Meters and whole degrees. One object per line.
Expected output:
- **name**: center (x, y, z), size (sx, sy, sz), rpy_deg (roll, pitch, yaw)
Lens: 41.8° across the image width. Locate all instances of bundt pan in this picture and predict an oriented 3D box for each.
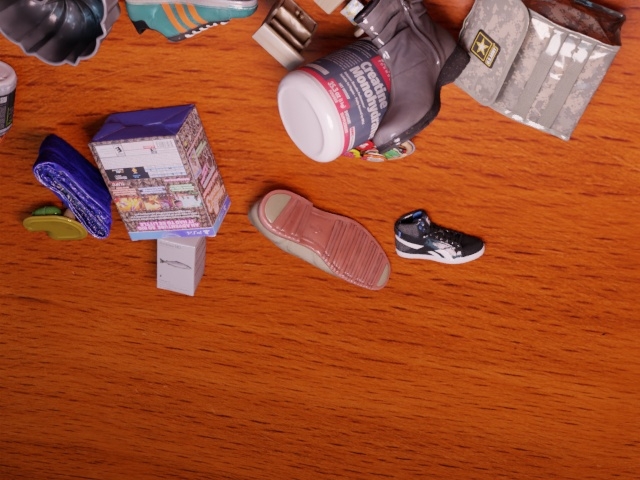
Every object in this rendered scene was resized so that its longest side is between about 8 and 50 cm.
- **bundt pan**: center (-0.552, -0.537, 1.741), size (0.331, 0.124, 0.330), rpy_deg (15, 132, 17)

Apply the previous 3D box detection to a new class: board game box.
- **board game box**: center (-0.379, -0.158, 2.017), size (0.232, 0.141, 0.291), rpy_deg (-3, 128, 17)

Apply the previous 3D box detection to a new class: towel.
- **towel**: center (-0.576, -0.142, 2.001), size (0.076, 0.308, 0.227), rpy_deg (-39, 114, 1)

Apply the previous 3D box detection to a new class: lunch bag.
- **lunch bag**: center (0.404, -0.365, 1.626), size (0.287, 0.169, 0.235), rpy_deg (24, 135, 5)

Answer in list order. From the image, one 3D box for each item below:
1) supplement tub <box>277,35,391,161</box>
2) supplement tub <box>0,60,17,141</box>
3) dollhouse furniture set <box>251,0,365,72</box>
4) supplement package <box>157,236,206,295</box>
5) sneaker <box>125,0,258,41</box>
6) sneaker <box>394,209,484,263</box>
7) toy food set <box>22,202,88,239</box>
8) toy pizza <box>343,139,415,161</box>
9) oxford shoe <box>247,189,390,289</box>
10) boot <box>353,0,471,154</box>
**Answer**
- **supplement tub**: center (0.069, -0.291, 1.675), size (0.191, 0.272, 0.191), rpy_deg (44, 152, 31)
- **supplement tub**: center (-0.793, -0.328, 2.003), size (0.117, 0.117, 0.190), rpy_deg (22, 130, -3)
- **dollhouse furniture set**: center (-0.002, -0.472, 1.644), size (0.212, 0.161, 0.242), rpy_deg (40, 127, -18)
- **supplement package**: center (-0.365, 0.040, 2.202), size (0.105, 0.105, 0.179), rpy_deg (13, 131, 5)
- **sneaker**: center (-0.265, -0.478, 1.752), size (0.302, 0.108, 0.121), rpy_deg (9, 132, 18)
- **sneaker**: center (0.280, -0.014, 2.003), size (0.217, 0.079, 0.121), rpy_deg (1, 130, 16)
- **toy food set**: center (-0.683, -0.059, 2.239), size (0.218, 0.071, 0.128), rpy_deg (0, 153, 18)
- **toy pizza**: center (0.107, -0.205, 1.847), size (0.201, 0.032, 0.201), rpy_deg (7, 169, 1)
- **oxford shoe**: center (0.000, 0.000, 2.084), size (0.397, 0.140, 0.146), rpy_deg (34, 160, -20)
- **boot**: center (0.131, -0.327, 1.533), size (0.118, 0.338, 0.222), rpy_deg (-22, 117, 44)
